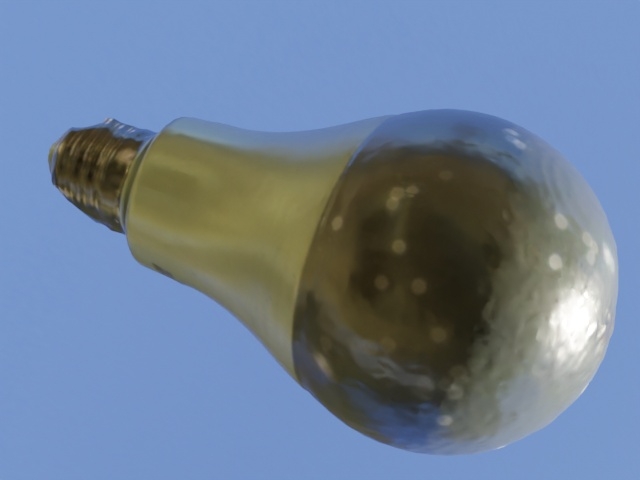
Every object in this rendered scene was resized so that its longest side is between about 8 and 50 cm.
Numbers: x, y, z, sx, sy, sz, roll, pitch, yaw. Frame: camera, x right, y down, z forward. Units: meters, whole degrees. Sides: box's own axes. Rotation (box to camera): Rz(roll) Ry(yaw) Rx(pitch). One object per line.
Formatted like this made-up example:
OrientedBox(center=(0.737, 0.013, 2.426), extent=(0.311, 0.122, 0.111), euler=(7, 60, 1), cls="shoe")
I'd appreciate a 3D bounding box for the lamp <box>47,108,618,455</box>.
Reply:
OrientedBox(center=(0.011, 0.009, 1.035), extent=(0.314, 0.182, 0.181), euler=(13, -101, 36), cls="lamp")
